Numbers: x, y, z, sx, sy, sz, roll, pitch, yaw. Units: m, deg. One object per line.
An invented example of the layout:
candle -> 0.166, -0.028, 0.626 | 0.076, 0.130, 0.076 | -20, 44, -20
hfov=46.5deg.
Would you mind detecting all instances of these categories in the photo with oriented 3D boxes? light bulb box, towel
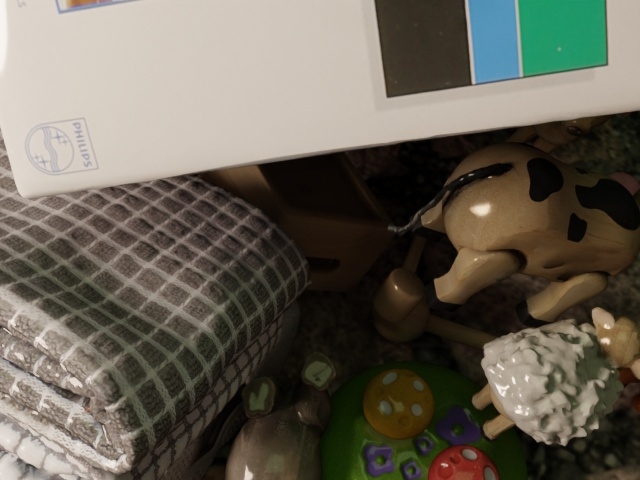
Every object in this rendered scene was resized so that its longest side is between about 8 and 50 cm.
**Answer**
light bulb box -> 0.014, -0.198, 0.498 | 0.361, 0.225, 0.358 | -7, 18, 7
towel -> -0.172, 0.015, 0.484 | 0.284, 0.121, 0.235 | 30, 31, 8

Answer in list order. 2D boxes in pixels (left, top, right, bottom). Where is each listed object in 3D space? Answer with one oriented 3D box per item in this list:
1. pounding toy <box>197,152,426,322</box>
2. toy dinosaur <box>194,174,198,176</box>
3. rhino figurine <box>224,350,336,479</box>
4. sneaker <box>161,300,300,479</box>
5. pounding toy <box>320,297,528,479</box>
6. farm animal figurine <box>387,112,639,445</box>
pounding toy -> 0.010, 0.005, 0.660 | 0.181, 0.094, 0.206 | 6, 40, -40
toy dinosaur -> -0.231, -0.043, 0.696 | 0.322, 0.164, 0.218 | -25, 74, -43
rhino figurine -> -0.043, 0.203, 0.541 | 0.073, 0.106, 0.243 | 14, 71, 2
sneaker -> -0.144, 0.119, 0.602 | 0.153, 0.101, 0.268 | 30, 55, 16
pounding toy -> 0.090, 0.142, 0.588 | 0.183, 0.110, 0.237 | 20, 60, 10
farm animal figurine -> 0.218, -0.028, 0.603 | 0.327, 0.172, 0.330 | -5, 61, -34
